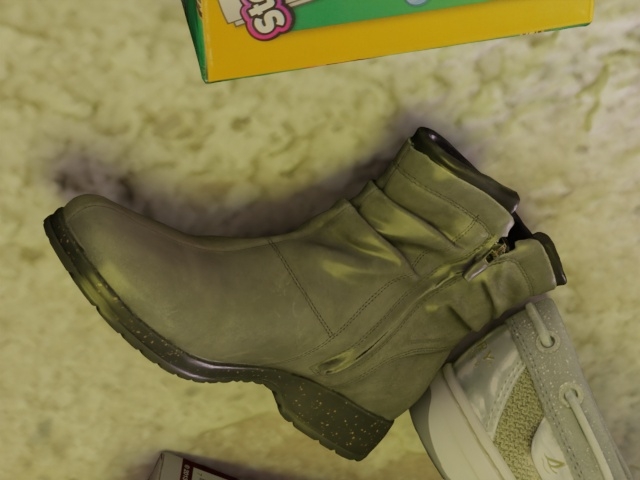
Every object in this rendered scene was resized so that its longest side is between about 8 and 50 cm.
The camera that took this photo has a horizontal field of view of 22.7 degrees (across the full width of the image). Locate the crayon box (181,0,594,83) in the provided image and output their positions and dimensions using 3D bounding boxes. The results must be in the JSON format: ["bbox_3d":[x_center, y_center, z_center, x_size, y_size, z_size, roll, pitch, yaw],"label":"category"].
[{"bbox_3d":[0.020,-0.200,0.583,0.165,0.081,0.278,-9,132,-8],"label":"crayon box"}]

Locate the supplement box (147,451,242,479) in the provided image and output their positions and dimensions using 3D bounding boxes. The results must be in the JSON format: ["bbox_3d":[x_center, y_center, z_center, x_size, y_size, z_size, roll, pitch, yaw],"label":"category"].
[{"bbox_3d":[-0.008,0.224,0.908,0.239,0.073,0.130,23,122,-13],"label":"supplement box"}]

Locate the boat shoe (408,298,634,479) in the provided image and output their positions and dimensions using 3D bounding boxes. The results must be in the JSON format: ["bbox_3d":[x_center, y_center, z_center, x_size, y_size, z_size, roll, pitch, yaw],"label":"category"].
[{"bbox_3d":[0.177,0.182,0.850,0.103,0.320,0.118,-38,174,9],"label":"boat shoe"}]

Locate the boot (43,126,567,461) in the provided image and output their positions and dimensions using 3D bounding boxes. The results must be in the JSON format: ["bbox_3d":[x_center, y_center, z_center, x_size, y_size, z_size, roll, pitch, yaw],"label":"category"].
[{"bbox_3d":[0.000,0.000,0.764,0.161,0.083,0.246,-46,133,14],"label":"boot"}]
